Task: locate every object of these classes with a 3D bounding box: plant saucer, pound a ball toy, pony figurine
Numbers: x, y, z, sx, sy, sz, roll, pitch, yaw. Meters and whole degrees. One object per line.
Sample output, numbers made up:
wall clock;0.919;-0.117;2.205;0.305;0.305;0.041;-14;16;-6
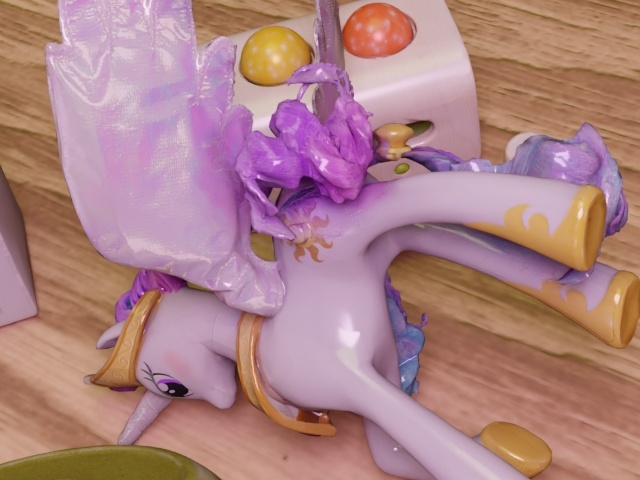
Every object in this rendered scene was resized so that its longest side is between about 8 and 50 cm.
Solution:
plant saucer;-0.163;0.168;0.808;0.240;0.037;0.241;-8;10;1
pound a ball toy;0.005;-0.084;1.029;0.319;0.136;0.208;-15;46;-1
pony figurine;0.000;0.000;0.827;0.363;0.351;0.302;13;18;30

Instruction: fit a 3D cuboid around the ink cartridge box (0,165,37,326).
ink cartridge box;-0.385;-0.013;0.988;0.306;0.226;0.131;-16;46;-3
